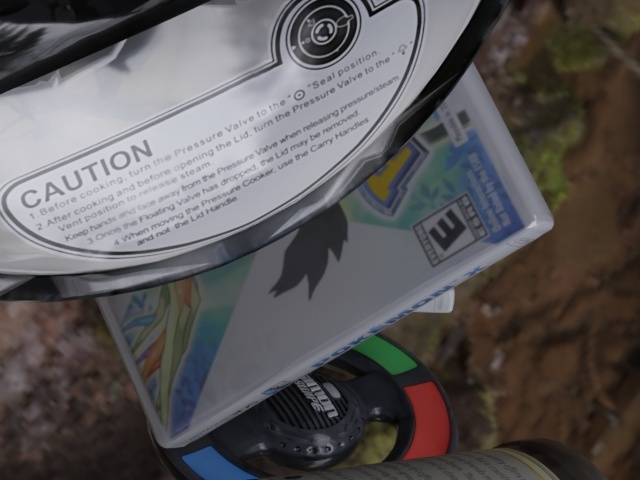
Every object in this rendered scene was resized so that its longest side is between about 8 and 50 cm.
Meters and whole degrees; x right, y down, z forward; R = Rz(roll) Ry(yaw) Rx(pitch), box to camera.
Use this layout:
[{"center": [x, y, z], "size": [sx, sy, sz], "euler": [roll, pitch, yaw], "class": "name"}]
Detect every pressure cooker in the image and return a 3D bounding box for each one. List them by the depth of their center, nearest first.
[{"center": [-0.120, -0.182, 0.684], "size": [0.375, 0.420, 0.370], "euler": [17, 109, -32], "class": "pressure cooker"}]

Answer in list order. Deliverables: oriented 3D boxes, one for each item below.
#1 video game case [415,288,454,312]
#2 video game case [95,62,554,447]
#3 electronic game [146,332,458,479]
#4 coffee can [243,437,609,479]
[{"center": [0.000, 0.000, 1.395], "size": [0.183, 0.201, 0.023], "euler": [1, 115, -5], "class": "video game case"}, {"center": [-0.049, -0.078, 1.166], "size": [0.300, 0.329, 0.036], "euler": [-32, 163, 23], "class": "video game case"}, {"center": [-0.013, 0.129, 1.324], "size": [0.229, 0.229, 0.048], "euler": [-17, 134, -32], "class": "electronic game"}, {"center": [-0.007, 0.203, 0.818], "size": [0.275, 0.201, 0.201], "euler": [-4, 117, -24], "class": "coffee can"}]
